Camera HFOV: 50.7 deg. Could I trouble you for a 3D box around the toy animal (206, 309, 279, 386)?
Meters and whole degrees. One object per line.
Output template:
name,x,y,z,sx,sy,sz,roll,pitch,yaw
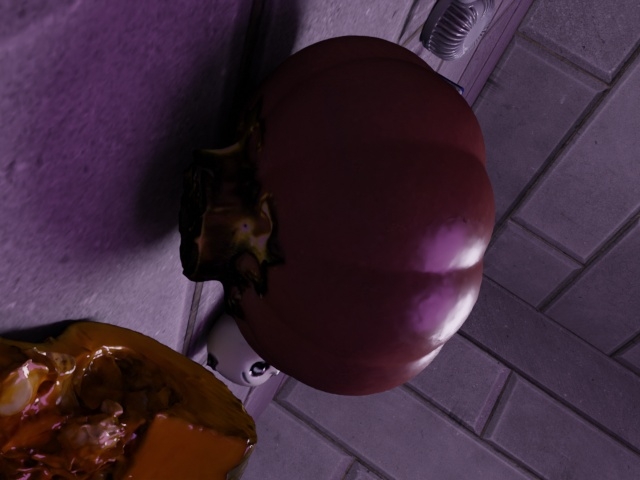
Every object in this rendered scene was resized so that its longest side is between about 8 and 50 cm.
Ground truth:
toy animal,-0.086,0.139,1.037,0.179,0.138,0.166,-60,156,-9

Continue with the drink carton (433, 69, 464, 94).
drink carton,0.121,-0.170,1.144,0.315,0.106,0.130,-49,168,-40

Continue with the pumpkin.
pumpkin,-0.162,0.161,0.496,0.139,0.190,0.280,-55,171,3

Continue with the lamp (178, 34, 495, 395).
lamp,0.002,-0.021,0.580,0.305,0.239,0.305,-178,-90,-68

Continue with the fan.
fan,0.229,-0.388,1.068,0.130,0.074,0.244,-41,162,-20
